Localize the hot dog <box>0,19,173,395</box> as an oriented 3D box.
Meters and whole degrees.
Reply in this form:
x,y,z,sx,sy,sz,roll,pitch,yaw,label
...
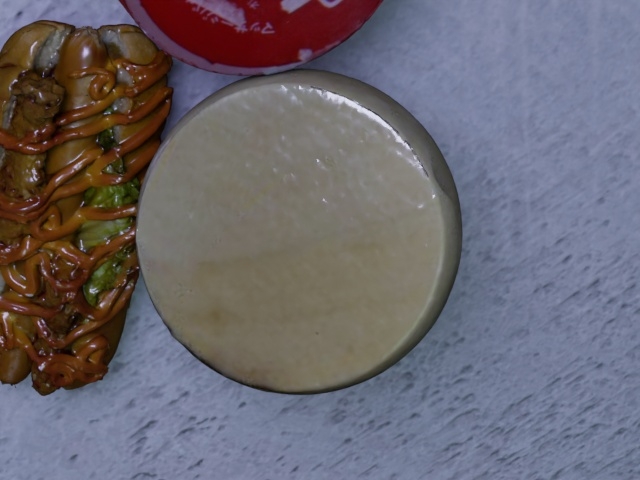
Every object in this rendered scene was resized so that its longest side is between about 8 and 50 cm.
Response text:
x,y,z,sx,sy,sz,roll,pitch,yaw,label
-0.210,-0.013,1.261,0.158,0.117,0.349,4,122,-25,hot dog

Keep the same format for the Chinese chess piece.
x,y,z,sx,sy,sz,roll,pitch,yaw,label
-0.016,-0.007,1.192,0.250,0.097,0.251,1,97,10,Chinese chess piece

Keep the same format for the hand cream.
x,y,z,sx,sy,sz,roll,pitch,yaw,label
-0.059,-0.247,1.132,0.230,0.149,0.230,-12,128,-16,hand cream
